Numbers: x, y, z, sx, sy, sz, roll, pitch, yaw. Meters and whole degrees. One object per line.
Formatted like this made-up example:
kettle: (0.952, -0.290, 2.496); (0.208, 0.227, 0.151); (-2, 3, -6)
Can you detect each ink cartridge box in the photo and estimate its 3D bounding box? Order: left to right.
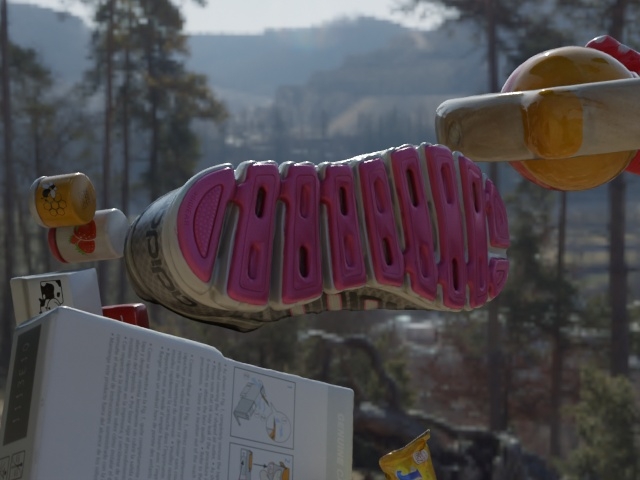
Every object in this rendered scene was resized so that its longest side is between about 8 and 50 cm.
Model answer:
ink cartridge box: (-0.088, 0.201, 0.719); (0.239, 0.275, 0.060); (21, -30, -37)

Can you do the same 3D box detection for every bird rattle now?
bird rattle: (0.163, -0.080, 0.652); (0.207, 0.143, 0.253); (-6, 15, -21)

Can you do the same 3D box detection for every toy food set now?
toy food set: (-0.207, 0.066, 0.906); (0.105, 0.232, 0.111); (-6, 5, 20)

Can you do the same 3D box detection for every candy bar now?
candy bar: (0.073, 0.194, 0.798); (0.040, 0.161, 0.018); (-30, 36, -18)

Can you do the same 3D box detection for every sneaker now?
sneaker: (0.000, 0.000, 0.427); (0.170, 0.063, 0.075); (-3, -5, -42)
